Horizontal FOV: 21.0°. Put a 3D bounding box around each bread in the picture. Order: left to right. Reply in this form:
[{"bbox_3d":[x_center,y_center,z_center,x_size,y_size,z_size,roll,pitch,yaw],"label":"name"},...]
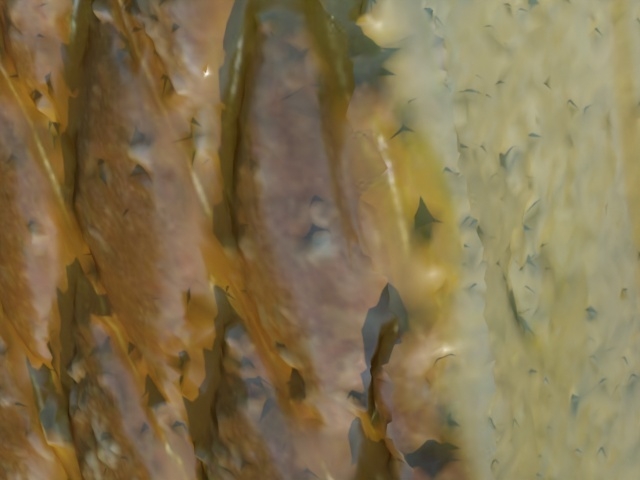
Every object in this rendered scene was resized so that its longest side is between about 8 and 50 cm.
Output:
[{"bbox_3d":[0.000,0.000,0.593,0.207,0.279,0.279,-26,112,-39],"label":"bread"}]
